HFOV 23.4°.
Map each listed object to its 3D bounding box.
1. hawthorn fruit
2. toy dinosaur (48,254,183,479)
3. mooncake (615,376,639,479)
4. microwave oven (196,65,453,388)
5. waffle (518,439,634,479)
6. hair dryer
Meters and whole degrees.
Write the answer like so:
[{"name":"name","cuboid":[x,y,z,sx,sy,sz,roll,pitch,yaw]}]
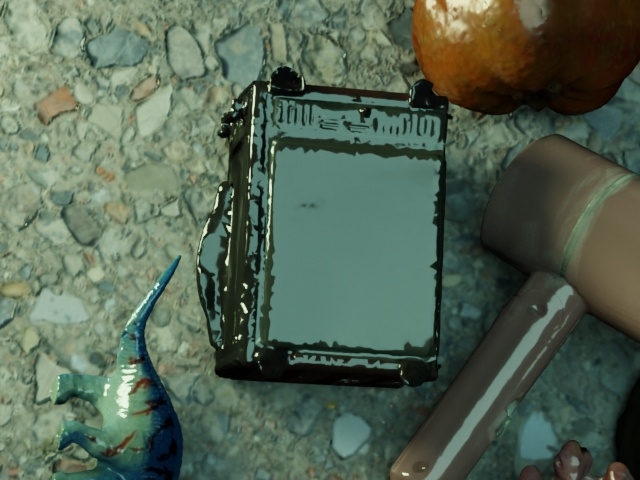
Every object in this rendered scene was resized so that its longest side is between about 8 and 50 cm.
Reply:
[{"name":"hawthorn fruit","cuboid":[0.174,-0.230,1.344,0.207,0.207,0.243,-6,78,-11]},{"name":"toy dinosaur","cuboid":[-0.171,0.180,1.279,0.144,0.076,0.329,-4,85,-17]},{"name":"mooncake","cuboid":[0.381,0.188,1.347,0.228,0.124,0.228,1,82,-11]},{"name":"microwave oven","cuboid":[0.001,0.000,1.282,0.188,0.178,0.247,6,80,-11]},{"name":"waffle","cuboid":[0.218,0.286,1.293,0.221,0.055,0.234,41,108,-2]},{"name":"hair dryer","cuboid":[0.188,0.098,1.290,0.210,0.125,0.352,32,81,28]}]
